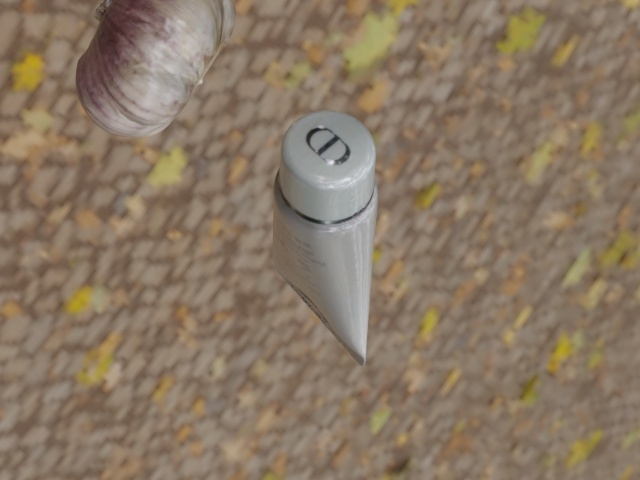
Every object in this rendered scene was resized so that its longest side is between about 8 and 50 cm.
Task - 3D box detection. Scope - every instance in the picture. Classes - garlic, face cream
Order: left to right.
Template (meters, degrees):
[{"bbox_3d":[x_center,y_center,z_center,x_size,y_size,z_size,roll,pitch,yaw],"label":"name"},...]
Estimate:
[{"bbox_3d":[-0.136,-0.154,1.416,0.159,0.102,0.147,-60,-176,-34],"label":"garlic"},{"bbox_3d":[0.000,0.000,1.608,0.089,0.143,0.314,-35,157,-21],"label":"face cream"}]
